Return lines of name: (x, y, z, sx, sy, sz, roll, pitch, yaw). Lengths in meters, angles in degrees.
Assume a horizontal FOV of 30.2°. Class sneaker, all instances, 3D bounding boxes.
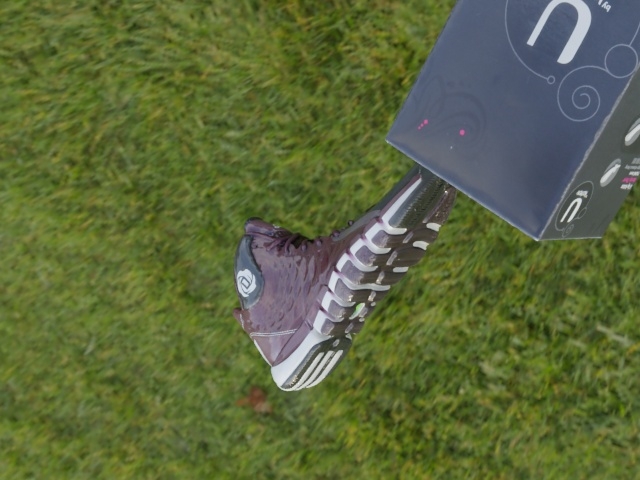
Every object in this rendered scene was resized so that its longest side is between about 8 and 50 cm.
sneaker: (0.000, 0.000, 1.177, 0.162, 0.106, 0.281, 44, 106, 26)

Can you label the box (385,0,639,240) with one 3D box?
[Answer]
box: (0.202, -0.153, 0.951, 0.165, 0.143, 0.270, 36, 110, 28)
